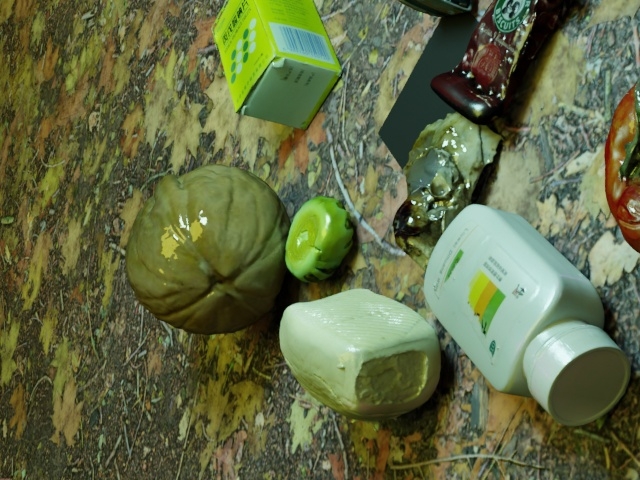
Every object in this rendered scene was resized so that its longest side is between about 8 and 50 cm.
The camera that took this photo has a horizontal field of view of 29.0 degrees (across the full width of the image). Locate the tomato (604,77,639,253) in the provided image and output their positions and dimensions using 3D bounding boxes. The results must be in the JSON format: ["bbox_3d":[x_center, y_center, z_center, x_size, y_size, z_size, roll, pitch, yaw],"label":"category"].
[{"bbox_3d":[0.369,-0.090,1.296,0.228,0.101,0.228,-28,57,56],"label":"tomato"}]

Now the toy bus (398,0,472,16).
[{"bbox_3d":[0.169,-0.409,1.748,0.103,0.091,0.182,-11,66,59],"label":"toy bus"}]

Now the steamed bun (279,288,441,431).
[{"bbox_3d":[0.051,0.166,1.677,0.238,0.169,0.153,24,119,59],"label":"steamed bun"}]

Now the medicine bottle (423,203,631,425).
[{"bbox_3d":[0.235,0.087,1.441,0.161,0.111,0.296,-64,34,21],"label":"medicine bottle"}]

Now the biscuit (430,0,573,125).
[{"bbox_3d":[0.241,-0.266,1.606,0.235,0.063,0.151,-62,34,20],"label":"biscuit"}]

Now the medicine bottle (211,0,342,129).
[{"bbox_3d":[-0.077,-0.325,2.090,0.137,0.141,0.250,-58,35,36],"label":"medicine bottle"}]

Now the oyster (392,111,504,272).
[{"bbox_3d":[0.154,-0.065,1.646,0.161,0.107,0.233,-28,54,60],"label":"oyster"}]

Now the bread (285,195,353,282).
[{"bbox_3d":[0.000,0.000,1.902,0.130,0.071,0.139,39,112,54],"label":"bread"}]

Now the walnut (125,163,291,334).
[{"bbox_3d":[-0.184,0.010,2.030,0.313,0.251,0.277,-114,44,-63],"label":"walnut"}]

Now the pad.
[{"bbox_3d":[0.165,-0.212,1.771,0.243,0.004,0.164,-61,34,26],"label":"pad"}]
